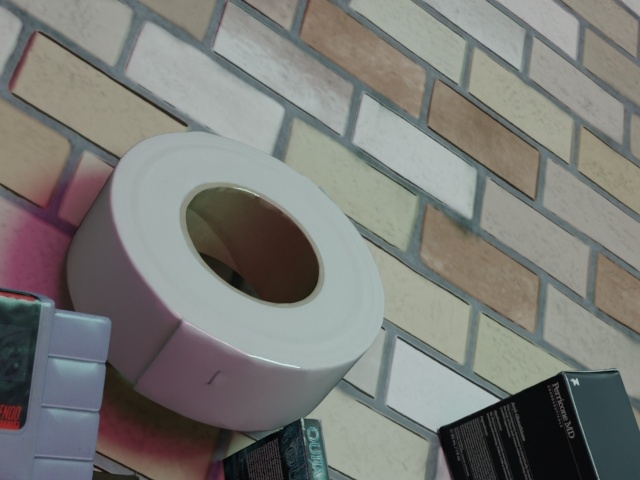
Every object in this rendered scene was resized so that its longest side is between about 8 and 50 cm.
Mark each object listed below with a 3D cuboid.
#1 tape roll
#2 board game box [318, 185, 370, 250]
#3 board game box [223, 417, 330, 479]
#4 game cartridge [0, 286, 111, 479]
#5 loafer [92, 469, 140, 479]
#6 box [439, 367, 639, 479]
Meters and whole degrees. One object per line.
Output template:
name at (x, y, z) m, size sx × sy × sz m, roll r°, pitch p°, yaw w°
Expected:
tape roll at (-0.084, 0.034, 1.213) m, size 0.286 × 0.100 × 0.286 m, roll 24°, pitch 37°, yaw -20°
board game box at (0.000, 0.000, 1.415) m, size 0.090 × 0.020 × 0.090 m, roll 52°, pitch 43°, yaw -4°
board game box at (-0.031, 0.263, 1.156) m, size 0.026 × 0.126 × 0.186 m, roll 10°, pitch 60°, yaw -37°
game cartridge at (-0.309, 0.132, 0.890) m, size 0.355 × 0.068 × 0.230 m, roll 13°, pitch 83°, yaw -41°
loafer at (-0.233, 0.201, 1.063) m, size 0.220 × 0.080 × 0.078 m, roll 27°, pitch 41°, yaw -34°
box at (0.250, 0.283, 1.346) m, size 0.103 × 0.184 × 0.261 m, roll 1°, pitch 66°, yaw -40°
